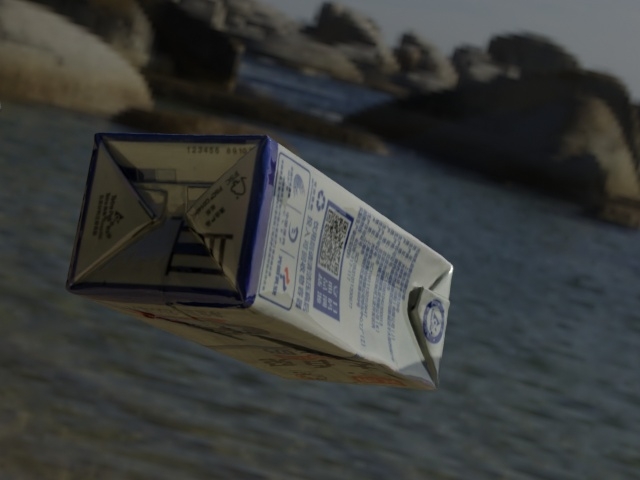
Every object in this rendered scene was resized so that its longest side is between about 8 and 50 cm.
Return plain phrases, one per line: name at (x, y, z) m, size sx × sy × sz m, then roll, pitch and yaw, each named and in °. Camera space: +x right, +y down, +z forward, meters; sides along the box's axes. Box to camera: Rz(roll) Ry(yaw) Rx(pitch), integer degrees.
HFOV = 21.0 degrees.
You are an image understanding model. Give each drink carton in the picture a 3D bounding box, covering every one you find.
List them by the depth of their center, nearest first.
drink carton at (-0.028, 0.024, 1.142) m, size 0.131 × 0.106 × 0.315 m, roll 4°, pitch -13°, yaw 25°
